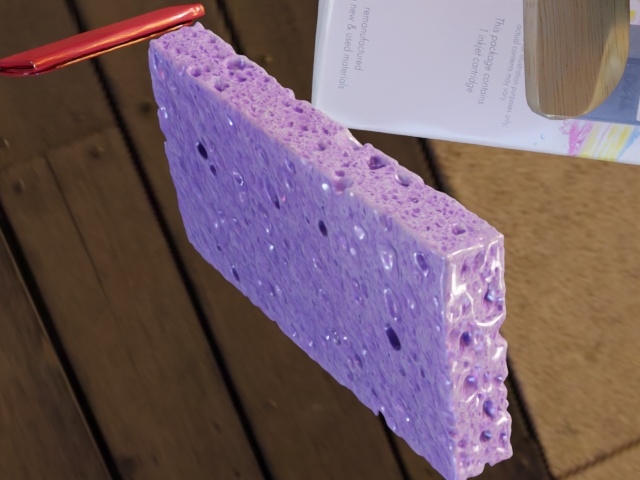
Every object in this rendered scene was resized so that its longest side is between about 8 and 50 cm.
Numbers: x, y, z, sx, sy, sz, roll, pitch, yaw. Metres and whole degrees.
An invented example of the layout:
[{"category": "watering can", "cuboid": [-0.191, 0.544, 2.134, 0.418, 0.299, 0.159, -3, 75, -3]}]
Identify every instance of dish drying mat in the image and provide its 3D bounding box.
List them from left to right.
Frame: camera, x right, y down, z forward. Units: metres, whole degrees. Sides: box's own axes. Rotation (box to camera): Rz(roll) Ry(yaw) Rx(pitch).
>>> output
[{"category": "dish drying mat", "cuboid": [-0.084, -0.077, 0.641, 0.083, 0.032, 0.008, -26, 111, -39]}]

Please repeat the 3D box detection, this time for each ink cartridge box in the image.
[{"category": "ink cartridge box", "cuboid": [0.179, -0.141, 0.912, 0.353, 0.207, 0.119, 7, 127, -3]}]

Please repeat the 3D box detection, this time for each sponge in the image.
[{"category": "sponge", "cuboid": [0.000, 0.000, 0.691, 0.031, 0.210, 0.117, -28, 132, -23]}]

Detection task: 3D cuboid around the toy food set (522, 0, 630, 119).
[{"category": "toy food set", "cuboid": [0.133, -0.093, 0.347, 0.192, 0.038, 0.132, -14, 114, -18]}]
